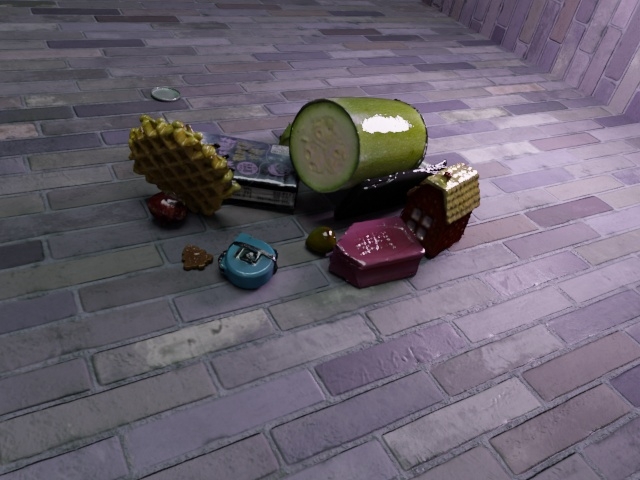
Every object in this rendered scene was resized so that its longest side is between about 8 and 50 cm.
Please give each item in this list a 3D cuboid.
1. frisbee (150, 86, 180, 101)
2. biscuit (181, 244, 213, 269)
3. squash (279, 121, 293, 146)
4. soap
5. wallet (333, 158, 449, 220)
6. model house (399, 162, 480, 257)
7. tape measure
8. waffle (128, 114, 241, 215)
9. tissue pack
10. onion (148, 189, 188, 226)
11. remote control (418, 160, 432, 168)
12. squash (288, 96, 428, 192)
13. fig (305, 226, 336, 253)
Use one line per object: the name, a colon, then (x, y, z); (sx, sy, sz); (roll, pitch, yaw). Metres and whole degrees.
frisbee: (-0.584, -0.552, 2.071); (0.110, 0.014, 0.110); (9, 38, -7)
biscuit: (-0.322, 0.042, 1.395); (0.082, 0.016, 0.092); (-24, 50, -31)
squash: (0.018, -0.314, 1.863); (0.203, 0.111, 0.289); (-17, 48, -30)
soap: (0.140, 0.036, 1.469); (0.250, 0.099, 0.162); (-12, 51, -27)
wallet: (0.219, -0.149, 1.646); (0.377, 0.197, 0.051); (-17, 70, -31)
model house: (0.350, -0.106, 1.574); (0.160, 0.254, 0.196); (41, 46, 24)
tape measure: (-0.179, 0.056, 1.366); (0.146, 0.081, 0.125); (22, 49, 12)
waffle: (-0.374, -0.192, 1.453); (0.329, 0.329, 0.062); (18, 53, 7)
tissue pack: (-0.239, -0.219, 1.668); (0.361, 0.122, 0.259); (7, 36, -4)
onion: (-0.410, -0.084, 1.473); (0.107, 0.097, 0.107); (20, -4, 2)
remote control: (0.333, -0.248, 1.897); (0.128, 0.066, 0.335); (-23, 50, -40)
squash: (0.126, -0.292, 1.616); (0.263, 0.263, 0.384); (37, 33, 28)
fig: (0.000, 0.000, 1.496); (0.088, 0.074, 0.074); (-5, 36, 14)
